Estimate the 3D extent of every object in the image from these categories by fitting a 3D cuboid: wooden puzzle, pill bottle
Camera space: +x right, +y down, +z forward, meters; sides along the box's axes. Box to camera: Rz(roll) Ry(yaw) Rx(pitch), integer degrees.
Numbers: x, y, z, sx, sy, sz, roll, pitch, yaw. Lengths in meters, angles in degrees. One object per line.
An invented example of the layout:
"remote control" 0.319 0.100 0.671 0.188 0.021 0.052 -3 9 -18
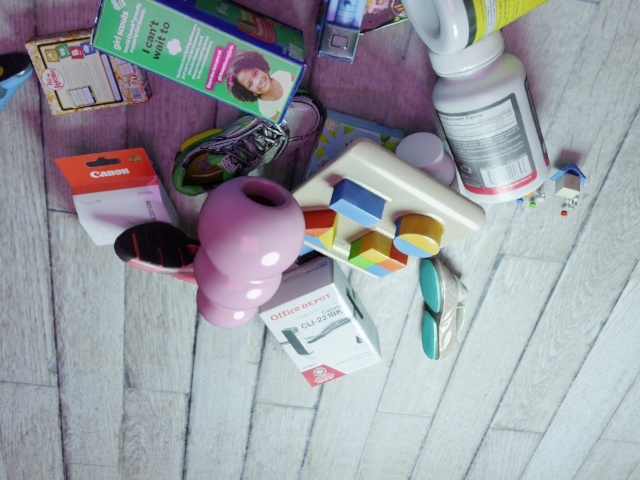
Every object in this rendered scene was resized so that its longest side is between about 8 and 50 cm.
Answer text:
"wooden puzzle" 0.098 -0.029 1.248 0.322 0.081 0.347 27 146 -21
"pill bottle" 0.317 -0.244 1.187 0.176 0.176 0.319 -21 121 11
"pill bottle" 0.218 -0.113 1.264 0.121 0.121 0.216 -17 142 9
"pill bottle" 0.307 -0.463 1.019 0.333 0.188 0.188 -30 120 -2

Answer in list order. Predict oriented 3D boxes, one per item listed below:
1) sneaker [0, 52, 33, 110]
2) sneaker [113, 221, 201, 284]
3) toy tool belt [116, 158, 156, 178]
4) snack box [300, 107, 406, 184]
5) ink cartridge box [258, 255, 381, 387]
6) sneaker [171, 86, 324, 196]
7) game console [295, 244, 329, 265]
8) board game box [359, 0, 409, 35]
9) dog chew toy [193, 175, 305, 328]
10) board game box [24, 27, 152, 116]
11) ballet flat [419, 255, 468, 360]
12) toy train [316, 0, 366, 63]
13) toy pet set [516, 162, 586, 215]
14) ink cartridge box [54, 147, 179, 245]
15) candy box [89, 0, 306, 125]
"sneaker" -0.635 -0.289 1.205 0.209 0.069 0.082 -28 152 5
"sneaker" -0.298 0.053 1.361 0.313 0.116 0.136 7 140 -30
"toy tool belt" -0.389 -0.141 1.301 0.083 0.051 0.052 3 158 -2
"snack box" 0.062 -0.151 1.301 0.174 0.070 0.207 14 120 -11
"ink cartridge box" 0.002 0.198 1.494 0.196 0.114 0.273 -24 119 14
"sneaker" -0.142 -0.180 1.232 0.343 0.146 0.134 -28 119 14
"game console" 0.000 0.000 1.390 0.107 0.071 0.122 -24 127 -28
"board game box" 0.145 -0.469 1.128 0.259 0.030 0.136 -16 119 8
"dog chew toy" -0.158 0.040 1.228 0.206 0.207 0.332 16 123 -12
"board game box" -0.439 -0.326 1.189 0.193 0.045 0.147 -7 123 3
"ballet flat" 0.299 0.152 1.497 0.106 0.108 0.316 -17 129 -15
"toy train" 0.043 -0.405 1.086 0.080 0.105 0.184 10 122 -8
"toy pet set" 0.511 -0.118 1.357 0.122 0.065 0.114 15 156 -8
"ink cartridge box" -0.419 -0.083 1.293 0.188 0.066 0.232 -7 149 3
"candy box" -0.191 -0.343 1.055 0.317 0.268 0.122 19 116 -13
